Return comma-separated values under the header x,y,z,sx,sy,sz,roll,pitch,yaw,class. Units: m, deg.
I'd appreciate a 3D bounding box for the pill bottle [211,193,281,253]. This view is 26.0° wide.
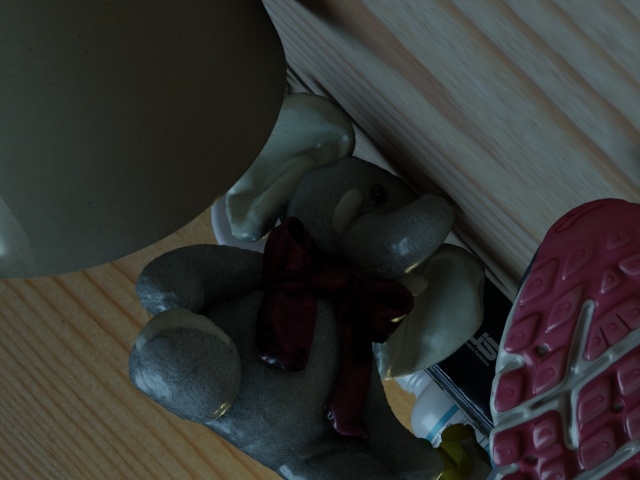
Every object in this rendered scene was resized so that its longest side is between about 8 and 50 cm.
x,y,z,sx,sy,sz,roll,pitch,yaw,class
-0.030,-0.011,1.711,0.160,0.160,0.283,46,179,13,pill bottle

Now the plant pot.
x,y,z,sx,sy,sz,roll,pitch,yaw,class
-0.171,-0.165,0.724,0.256,0.256,0.274,45,162,39,plant pot

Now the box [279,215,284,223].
x,y,z,sx,sy,sz,roll,pitch,yaw,class
0.000,0.000,1.388,0.231,0.056,0.183,-112,-1,-47,box

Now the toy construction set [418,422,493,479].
x,y,z,sx,sy,sz,roll,pitch,yaw,class
0.121,0.265,1.380,0.308,0.257,0.237,21,-147,-29,toy construction set

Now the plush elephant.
x,y,z,sx,sy,sz,roll,pitch,yaw,class
0.008,0.044,1.032,0.272,0.255,0.330,37,173,-17,plush elephant

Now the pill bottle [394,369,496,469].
x,y,z,sx,sy,sz,roll,pitch,yaw,class
0.203,0.216,1.563,0.264,0.146,0.146,47,179,16,pill bottle

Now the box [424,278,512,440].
x,y,z,sx,sy,sz,roll,pitch,yaw,class
0.230,0.198,1.299,0.395,0.097,0.318,46,176,8,box

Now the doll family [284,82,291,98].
x,y,z,sx,sy,sz,roll,pitch,yaw,class
-0.140,-0.135,1.202,0.163,0.263,0.118,34,-137,-30,doll family

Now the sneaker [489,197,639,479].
x,y,z,sx,sy,sz,roll,pitch,yaw,class
0.150,0.094,0.549,0.299,0.120,0.112,57,-157,-36,sneaker

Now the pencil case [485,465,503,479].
x,y,z,sx,sy,sz,roll,pitch,yaw,class
0.118,0.187,0.796,0.124,0.273,0.113,44,-175,26,pencil case
